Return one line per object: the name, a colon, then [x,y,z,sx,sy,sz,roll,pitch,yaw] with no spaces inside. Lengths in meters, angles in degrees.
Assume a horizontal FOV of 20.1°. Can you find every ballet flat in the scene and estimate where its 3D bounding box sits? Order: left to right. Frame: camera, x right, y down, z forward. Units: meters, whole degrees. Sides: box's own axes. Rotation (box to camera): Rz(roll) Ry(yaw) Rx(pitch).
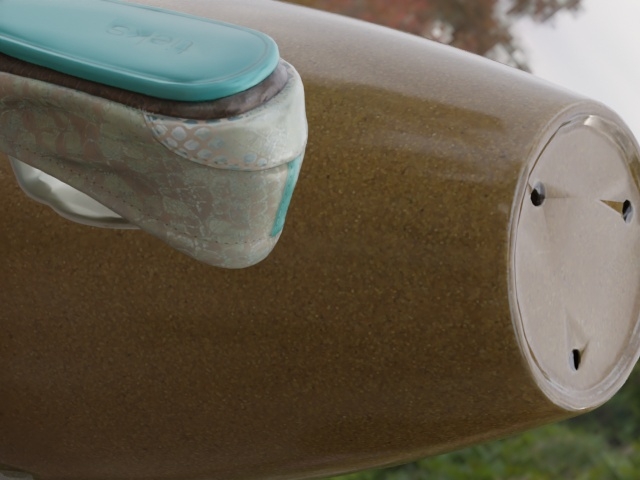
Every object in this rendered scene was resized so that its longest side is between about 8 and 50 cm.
ballet flat: [-0.078,-0.036,0.403,0.168,0.057,0.052,24,-49,28]

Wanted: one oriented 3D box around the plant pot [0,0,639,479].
plant pot: [0.000,0.000,0.747,0.254,0.237,0.237,1,-36,38]
